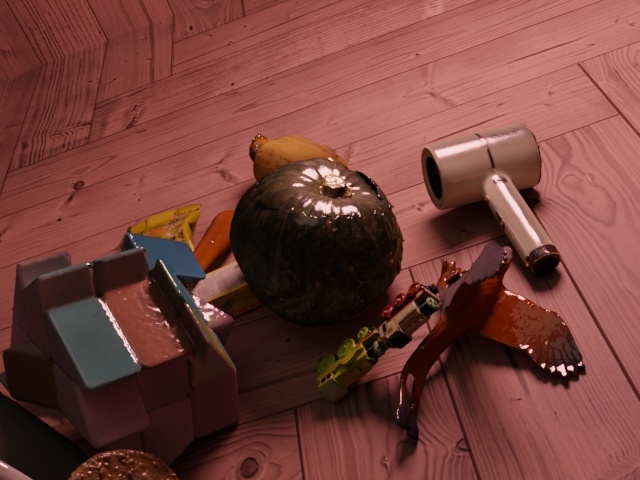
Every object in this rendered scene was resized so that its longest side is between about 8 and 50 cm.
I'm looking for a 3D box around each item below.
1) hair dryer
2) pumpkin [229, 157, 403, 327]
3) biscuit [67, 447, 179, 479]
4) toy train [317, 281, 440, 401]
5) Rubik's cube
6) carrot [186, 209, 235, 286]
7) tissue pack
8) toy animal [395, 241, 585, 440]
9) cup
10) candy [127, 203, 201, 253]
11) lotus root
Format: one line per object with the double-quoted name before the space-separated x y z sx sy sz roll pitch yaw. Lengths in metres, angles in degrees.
"hair dryer" 0.333 -0.061 1.614 0.203 0.128 0.362 -14 46 -8
"pumpkin" 0.000 0.000 1.600 0.292 0.257 0.328 -13 37 -34
"biscuit" -0.274 0.401 1.271 0.033 0.220 0.220 -24 26 44
"toy train" 0.094 0.158 1.434 0.250 0.053 0.085 -42 27 20
"Rubik's cube" -0.315 0.179 1.459 0.358 0.368 0.387 -19 28 -34
"carrot" -0.220 0.018 1.820 0.069 0.069 0.336 -9 25 19
"tissue pack" -0.191 0.105 1.732 0.176 0.062 0.095 -25 33 -2
"toy animal" 0.224 0.144 1.440 0.284 0.225 0.302 -40 20 11
"cup" -0.513 0.344 1.323 0.357 0.274 0.259 -13 40 50
"candy" -0.335 0.018 1.909 0.187 0.081 0.297 -19 35 2
"lotus root" -0.046 -0.148 1.926 0.146 0.130 0.303 -18 28 -36
